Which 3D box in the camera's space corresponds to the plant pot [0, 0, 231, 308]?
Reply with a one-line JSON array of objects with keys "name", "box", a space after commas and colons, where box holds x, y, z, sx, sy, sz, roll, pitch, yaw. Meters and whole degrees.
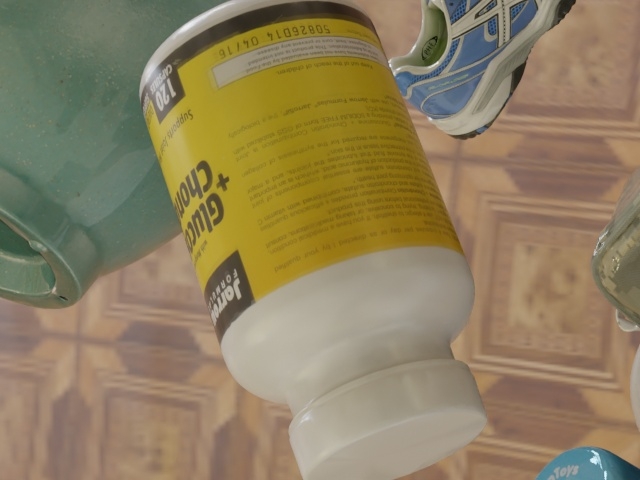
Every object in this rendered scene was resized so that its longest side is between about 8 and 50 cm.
[{"name": "plant pot", "box": [-0.189, -0.080, 1.199, 0.293, 0.293, 0.196, 8, 62, 35]}]

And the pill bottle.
[{"name": "pill bottle", "box": [0.000, 0.000, 0.730, 0.103, 0.103, 0.184, -33, 64, 29]}]

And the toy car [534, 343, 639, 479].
[{"name": "toy car", "box": [0.238, 0.092, 0.968, 0.210, 0.219, 0.238, -38, 34, 37]}]

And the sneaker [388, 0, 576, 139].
[{"name": "sneaker", "box": [0.125, -0.176, 1.311, 0.211, 0.081, 0.080, -62, 28, 5]}]

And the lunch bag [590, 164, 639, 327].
[{"name": "lunch bag", "box": [0.354, -0.066, 1.213, 0.212, 0.256, 0.305, 35, 128, 1]}]

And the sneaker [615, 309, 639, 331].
[{"name": "sneaker", "box": [0.417, 0.052, 1.467, 0.366, 0.137, 0.210, 28, 89, 26]}]
